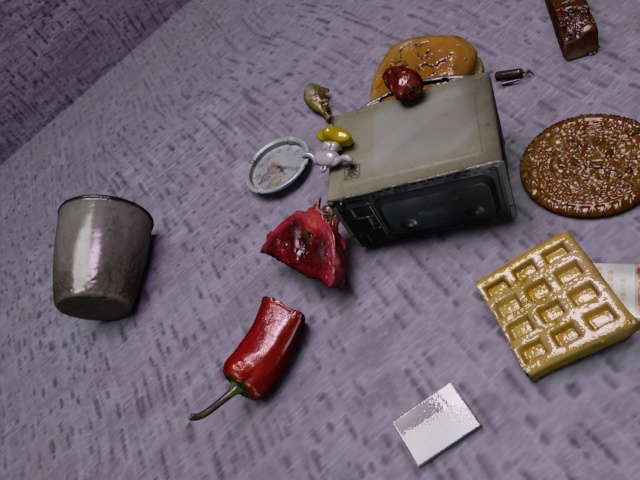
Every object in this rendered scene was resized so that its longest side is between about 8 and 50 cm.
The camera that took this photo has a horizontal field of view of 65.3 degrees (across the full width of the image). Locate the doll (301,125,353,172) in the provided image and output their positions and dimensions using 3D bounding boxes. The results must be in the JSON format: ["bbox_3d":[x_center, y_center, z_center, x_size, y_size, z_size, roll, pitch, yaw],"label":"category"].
[{"bbox_3d":[0.027,-0.213,1.175,0.113,0.071,0.135,-51,53,2],"label":"doll"}]

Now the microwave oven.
[{"bbox_3d":[0.248,-0.186,1.232,0.395,0.247,0.332,-11,56,23],"label":"microwave oven"}]

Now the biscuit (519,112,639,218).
[{"bbox_3d":[0.620,-0.182,1.156,0.306,0.038,0.305,-15,53,21],"label":"biscuit"}]

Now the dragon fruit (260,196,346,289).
[{"bbox_3d":[0.000,0.000,1.282,0.262,0.134,0.211,29,103,39],"label":"dragon fruit"}]

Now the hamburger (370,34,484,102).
[{"bbox_3d":[0.300,-0.444,1.435,0.305,0.174,0.284,17,80,44],"label":"hamburger"}]

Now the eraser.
[{"bbox_3d":[0.233,0.371,1.010,0.150,0.023,0.103,-35,49,3],"label":"eraser"}]

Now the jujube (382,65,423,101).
[{"bbox_3d":[0.193,-0.374,1.183,0.077,0.077,0.129,-35,38,4],"label":"jujube"}]

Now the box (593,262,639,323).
[{"bbox_3d":[0.636,0.103,0.958,0.221,0.032,0.122,0,60,30],"label":"box"}]

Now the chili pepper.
[{"bbox_3d":[-0.161,0.308,1.203,0.135,0.131,0.338,25,68,12],"label":"chili pepper"}]

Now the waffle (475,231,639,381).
[{"bbox_3d":[0.460,0.125,1.004,0.221,0.055,0.247,-35,47,19],"label":"waffle"}]

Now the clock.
[{"bbox_3d":[-0.134,-0.234,1.606,0.237,0.053,0.236,-15,51,19],"label":"clock"}]

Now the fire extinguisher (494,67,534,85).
[{"bbox_3d":[0.536,-0.457,1.394,0.100,0.032,0.046,6,52,39],"label":"fire extinguisher"}]

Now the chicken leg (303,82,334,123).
[{"bbox_3d":[0.004,-0.462,1.680,0.093,0.070,0.178,-28,57,2],"label":"chicken leg"}]

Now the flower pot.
[{"bbox_3d":[-0.697,0.064,1.574,0.294,0.293,0.330,-15,58,20],"label":"flower pot"}]

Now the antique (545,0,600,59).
[{"bbox_3d":[0.692,-0.641,1.391,0.088,0.093,0.309,-12,55,23],"label":"antique"}]
